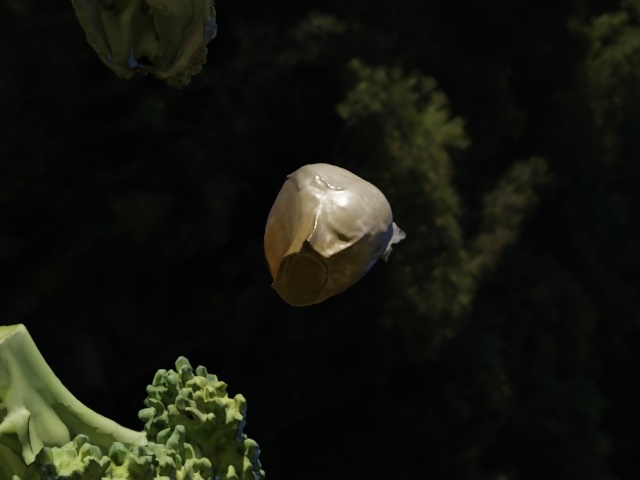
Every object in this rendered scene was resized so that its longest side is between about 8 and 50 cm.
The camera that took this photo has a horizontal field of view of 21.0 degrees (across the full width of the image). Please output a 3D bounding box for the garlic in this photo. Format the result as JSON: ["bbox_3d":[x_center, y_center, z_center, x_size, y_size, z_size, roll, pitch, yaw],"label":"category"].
[{"bbox_3d":[-0.004,-0.007,1.000,0.066,0.084,0.152,49,-1,-10],"label":"garlic"}]

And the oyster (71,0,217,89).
[{"bbox_3d":[-0.158,-0.236,1.694,0.252,0.199,0.087,40,36,-54],"label":"oyster"}]

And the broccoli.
[{"bbox_3d":[-0.165,0.196,1.145,0.235,0.288,0.260,11,-63,26],"label":"broccoli"}]
